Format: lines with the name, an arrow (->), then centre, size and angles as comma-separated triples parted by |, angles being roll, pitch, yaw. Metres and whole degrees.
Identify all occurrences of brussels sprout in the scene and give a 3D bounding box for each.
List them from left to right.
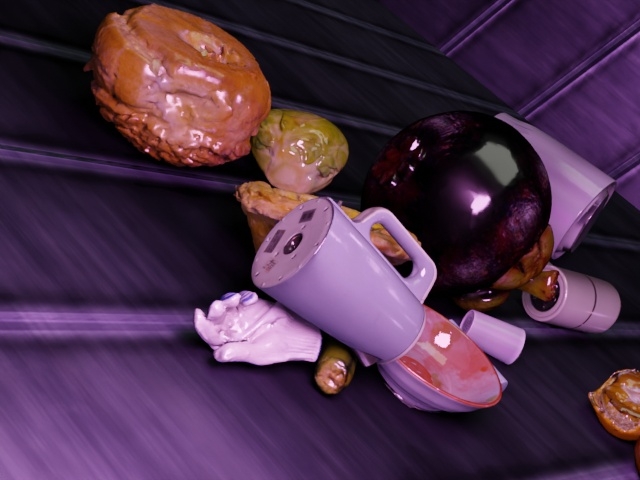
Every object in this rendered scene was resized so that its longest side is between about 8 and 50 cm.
brussels sprout -> -0.050, -0.186, 1.996 | 0.223, 0.161, 0.223 | 33, 17, -11

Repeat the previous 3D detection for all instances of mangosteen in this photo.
mangosteen -> 0.289, -0.047, 1.940 | 0.435, 0.382, 0.382 | 35, 21, -32

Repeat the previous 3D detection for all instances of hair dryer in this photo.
hair dryer -> 0.508, 0.072, 2.307 | 0.203, 0.128, 0.362 | 14, 24, -36

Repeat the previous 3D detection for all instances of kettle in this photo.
kettle -> 0.051, 0.049, 1.470 | 0.243, 0.210, 0.160 | 40, -22, -27

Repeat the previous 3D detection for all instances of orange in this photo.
orange -> 0.603, 0.327, 1.940 | 0.170, 0.112, 0.160 | -1, 34, 2

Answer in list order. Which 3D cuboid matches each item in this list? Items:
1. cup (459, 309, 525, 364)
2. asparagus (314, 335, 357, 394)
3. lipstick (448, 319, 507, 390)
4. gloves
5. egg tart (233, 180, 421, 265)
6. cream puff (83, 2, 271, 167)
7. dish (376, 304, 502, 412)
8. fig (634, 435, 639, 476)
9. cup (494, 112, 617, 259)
cup -> 0.325, 0.182, 1.922 | 0.116, 0.074, 0.104 | 25, 1, -10
asparagus -> 0.039, 0.161, 1.591 | 0.278, 0.060, 0.067 | -56, 135, -70
lipstick -> 0.271, 0.214, 1.803 | 0.048, 0.048, 0.158 | 3, 39, -49
gloves -> -0.094, 0.131, 1.439 | 0.229, 0.097, 0.119 | 25, 44, -45
egg tart -> 0.000, 0.000, 1.682 | 0.345, 0.132, 0.345 | 20, 4, -1
cream puff -> -0.261, -0.262, 1.783 | 0.327, 0.231, 0.343 | 44, 29, 25
dish -> 0.169, 0.206, 1.647 | 0.260, 0.085, 0.260 | 29, 23, -13
fig -> 0.662, 0.451, 1.777 | 0.170, 0.145, 0.274 | 22, 40, -22
cup -> 0.563, -0.150, 2.600 | 0.371, 0.253, 0.253 | 42, 25, 20
